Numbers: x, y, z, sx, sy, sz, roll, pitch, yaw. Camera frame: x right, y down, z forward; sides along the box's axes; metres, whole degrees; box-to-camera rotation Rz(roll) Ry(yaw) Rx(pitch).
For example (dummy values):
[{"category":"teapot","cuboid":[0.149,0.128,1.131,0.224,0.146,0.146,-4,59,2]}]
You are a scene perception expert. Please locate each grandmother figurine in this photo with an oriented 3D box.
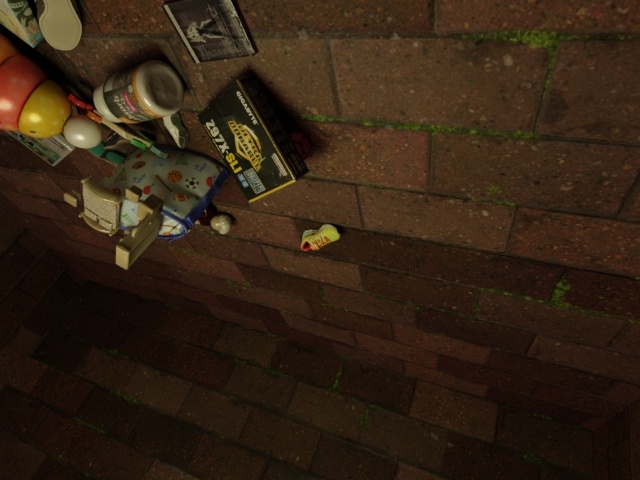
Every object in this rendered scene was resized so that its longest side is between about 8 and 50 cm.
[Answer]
[{"category":"grandmother figurine","cuboid":[-0.552,-0.126,1.840,0.342,0.104,0.208,25,158,4]}]

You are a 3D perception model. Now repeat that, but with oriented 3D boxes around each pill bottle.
[{"category":"pill bottle","cuboid":[-0.578,-0.457,1.292,0.278,0.162,0.162,1,142,33]}]

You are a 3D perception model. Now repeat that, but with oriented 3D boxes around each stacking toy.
[{"category":"stacking toy","cuboid":[-0.997,-0.472,1.410,0.480,0.351,0.350,29,149,-18]}]

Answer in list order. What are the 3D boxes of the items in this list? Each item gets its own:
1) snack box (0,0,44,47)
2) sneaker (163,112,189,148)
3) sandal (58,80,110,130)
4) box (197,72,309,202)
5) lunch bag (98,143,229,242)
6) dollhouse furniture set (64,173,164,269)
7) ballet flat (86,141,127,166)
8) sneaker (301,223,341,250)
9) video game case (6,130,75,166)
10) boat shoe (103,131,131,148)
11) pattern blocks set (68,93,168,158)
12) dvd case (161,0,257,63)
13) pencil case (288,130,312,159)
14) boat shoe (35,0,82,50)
[{"category":"snack box","cuboid":[-0.926,-0.697,1.169,0.187,0.060,0.322,38,167,-21]},{"category":"sneaker","cuboid":[-0.514,-0.397,1.453,0.061,0.054,0.152,21,144,23]},{"category":"sandal","cuboid":[-0.888,-0.492,1.535,0.090,0.060,0.219,9,148,47]},{"category":"box","cuboid":[-0.213,-0.299,1.262,0.257,0.079,0.322,-14,111,48]},{"category":"lunch bag","cuboid":[-0.577,-0.179,1.550,0.385,0.328,0.239,10,141,19]},{"category":"dollhouse furniture set","cuboid":[-0.732,-0.089,1.348,0.355,0.174,0.303,32,139,-5]},{"category":"ballet flat","cuboid":[-0.918,-0.368,1.755,0.206,0.073,0.067,35,162,-11]},{"category":"sneaker","cuboid":[0.000,0.000,1.651,0.208,0.094,0.081,-16,129,45]},{"category":"video game case","cuboid":[-1.312,-0.495,1.862,0.300,0.036,0.329,-9,136,43]},{"category":"boat shoe","cuboid":[-0.817,-0.407,1.651,0.206,0.075,0.065,-1,98,44]},{"category":"pattern blocks set","cuboid":[-0.706,-0.395,1.453,0.325,0.026,0.285,36,-173,26]},{"category":"dvd case","cuboid":[-0.291,-0.557,1.083,0.221,0.018,0.164,6,145,27]},{"category":"pencil case","cuboid":[-0.124,-0.274,1.331,0.098,0.095,0.209,29,154,-37]},{"category":"boat shoe","cuboid":[-0.741,-0.685,1.149,0.112,0.096,0.335,-4,163,-24]}]
